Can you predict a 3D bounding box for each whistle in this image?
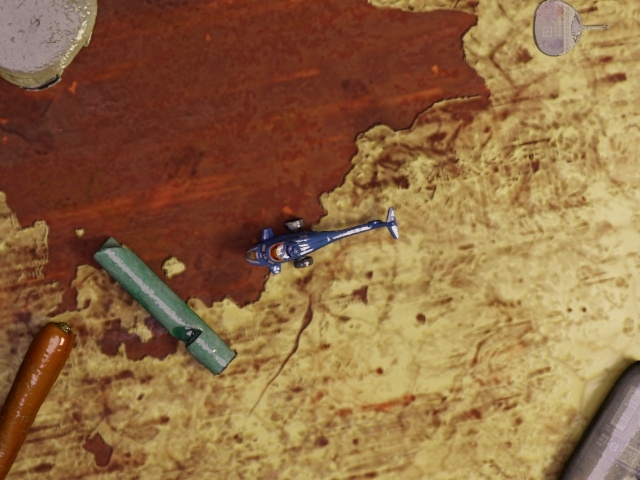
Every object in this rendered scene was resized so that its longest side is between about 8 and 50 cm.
[{"bbox_3d":[-0.167,0.070,1.751,0.039,0.039,0.186,-44,98,3],"label":"whistle"}]

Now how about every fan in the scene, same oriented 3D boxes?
[{"bbox_3d":[0.264,-0.223,1.757,0.080,0.003,0.060,27,96,-6],"label":"fan"}]

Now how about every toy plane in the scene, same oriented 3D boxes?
[{"bbox_3d":[0.000,0.000,1.743,0.167,0.062,0.054,-14,98,-12],"label":"toy plane"}]

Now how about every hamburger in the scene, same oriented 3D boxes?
[{"bbox_3d":[-0.303,-0.231,1.692,0.133,0.062,0.140,27,93,-10],"label":"hamburger"}]

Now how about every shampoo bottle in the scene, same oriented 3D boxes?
[{"bbox_3d":[0.320,0.248,1.798,0.087,0.049,0.234,29,95,-8],"label":"shampoo bottle"}]

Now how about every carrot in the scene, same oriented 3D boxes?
[{"bbox_3d":[-0.329,0.197,1.757,0.043,0.043,0.248,25,96,-6],"label":"carrot"}]
